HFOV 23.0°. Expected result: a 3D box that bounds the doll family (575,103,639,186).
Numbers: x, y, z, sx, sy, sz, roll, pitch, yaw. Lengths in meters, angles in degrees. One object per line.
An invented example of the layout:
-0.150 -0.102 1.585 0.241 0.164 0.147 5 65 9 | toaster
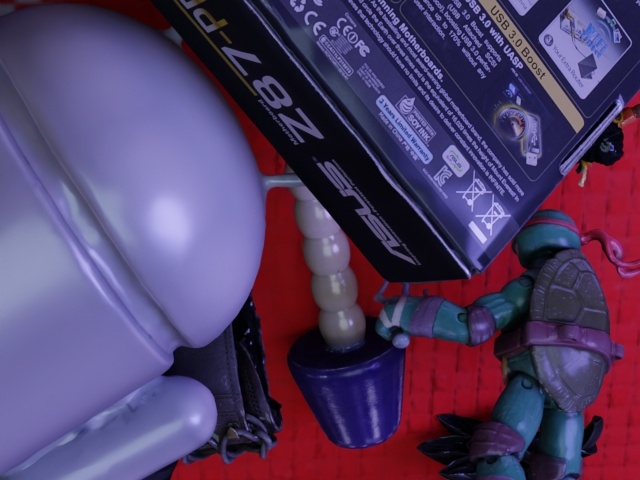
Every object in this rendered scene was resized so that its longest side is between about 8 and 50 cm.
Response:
0.165 -0.085 0.942 0.076 0.111 0.193 41 100 -20 | doll family

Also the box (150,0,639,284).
0.032 -0.225 0.782 0.395 0.097 0.318 48 68 -16 | box

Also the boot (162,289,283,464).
-0.134 0.123 0.910 0.229 0.091 0.263 -9 74 13 | boot

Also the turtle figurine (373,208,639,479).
0.119 0.067 0.933 0.175 0.118 0.234 18 65 -29 | turtle figurine

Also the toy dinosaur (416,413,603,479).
0.154 0.232 1.069 0.322 0.164 0.218 -32 128 -15 | toy dinosaur

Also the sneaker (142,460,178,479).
-0.128 0.130 1.012 0.234 0.084 0.097 -44 146 3 | sneaker

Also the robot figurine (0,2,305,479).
-0.176 0.012 0.812 0.353 0.200 0.300 -33 111 -2 | robot figurine

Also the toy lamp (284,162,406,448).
0.000 0.000 0.969 0.080 0.080 0.275 -15 110 -3 | toy lamp
